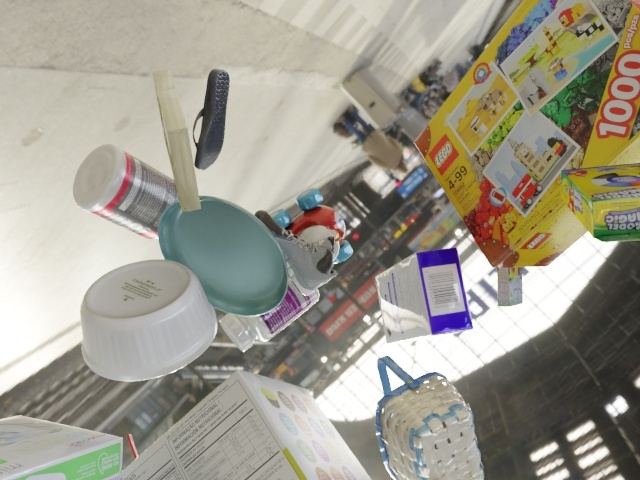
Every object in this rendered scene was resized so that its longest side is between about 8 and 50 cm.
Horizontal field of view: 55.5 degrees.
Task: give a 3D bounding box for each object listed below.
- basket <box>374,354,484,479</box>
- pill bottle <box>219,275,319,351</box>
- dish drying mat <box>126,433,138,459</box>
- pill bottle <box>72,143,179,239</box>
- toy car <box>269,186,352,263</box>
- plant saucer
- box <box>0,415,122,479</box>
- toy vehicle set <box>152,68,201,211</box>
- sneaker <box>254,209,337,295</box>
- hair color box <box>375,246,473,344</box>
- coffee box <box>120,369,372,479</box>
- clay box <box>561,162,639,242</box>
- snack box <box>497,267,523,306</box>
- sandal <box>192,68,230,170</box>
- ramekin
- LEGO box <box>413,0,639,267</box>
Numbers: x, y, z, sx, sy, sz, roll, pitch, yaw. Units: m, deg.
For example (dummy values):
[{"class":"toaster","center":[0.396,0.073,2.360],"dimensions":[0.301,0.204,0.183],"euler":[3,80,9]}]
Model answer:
[{"class":"basket","center":[0.214,0.409,1.316],"dimensions":[0.201,0.255,0.289],"euler":[-21,-161,-21]},{"class":"pill bottle","center":[-0.165,0.212,1.933],"dimensions":[0.301,0.169,0.169],"euler":[-37,178,-19]},{"class":"dish drying mat","center":[-0.371,0.429,1.218],"dimensions":[0.008,0.083,0.032],"euler":[-21,157,-17]},{"class":"pill bottle","center":[-0.462,-0.105,1.589],"dimensions":[0.176,0.176,0.318],"euler":[-45,141,11]},{"class":"toy car","center":[0.000,0.000,1.614],"dimensions":[0.210,0.219,0.238],"euler":[-35,-161,-14]},{"class":"plant saucer","center":[-0.206,0.031,1.320],"dimensions":[0.317,0.317,0.044],"euler":[-45,-172,43]},{"class":"box","center":[-0.481,0.370,0.928],"dimensions":[0.262,0.230,0.127],"euler":[14,80,-69]},{"class":"toy vehicle set","center":[-0.276,-0.196,1.157],"dimensions":[0.035,0.267,0.166],"euler":[-12,129,-14]},{"class":"sneaker","center":[-0.039,0.003,1.347],"dimensions":[0.132,0.229,0.086],"euler":[-29,-159,16]},{"class":"hair color box","center":[0.237,0.143,1.459],"dimensions":[0.110,0.185,0.339],"euler":[-6,169,-13]},{"class":"coffee box","center":[-0.122,0.496,1.154],"dimensions":[0.338,0.334,0.337],"euler":[-42,151,3]},{"class":"clay box","center":[0.409,-0.054,0.810],"dimensions":[0.127,0.053,0.222],"euler":[-4,-163,11]},{"class":"snack box","center":[0.487,0.116,1.559],"dimensions":[0.037,0.100,0.141],"euler":[0,179,31]},{"class":"sandal","center":[-0.281,-0.304,1.537],"dimensions":[0.097,0.054,0.255],"euler":[-13,117,-70]},{"class":"ramekin","center":[-0.353,0.146,1.224],"dimensions":[0.273,0.272,0.127],"euler":[-46,138,-48]},{"class":"LEGO box","center":[0.467,-0.240,1.206],"dimensions":[0.193,0.373,0.500],"euler":[1,141,-36]}]
